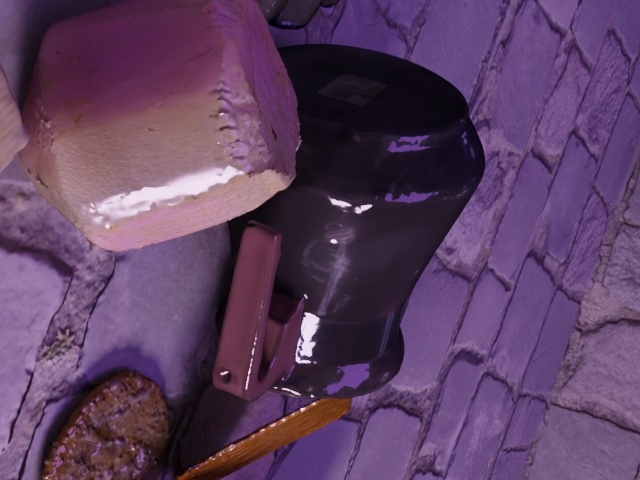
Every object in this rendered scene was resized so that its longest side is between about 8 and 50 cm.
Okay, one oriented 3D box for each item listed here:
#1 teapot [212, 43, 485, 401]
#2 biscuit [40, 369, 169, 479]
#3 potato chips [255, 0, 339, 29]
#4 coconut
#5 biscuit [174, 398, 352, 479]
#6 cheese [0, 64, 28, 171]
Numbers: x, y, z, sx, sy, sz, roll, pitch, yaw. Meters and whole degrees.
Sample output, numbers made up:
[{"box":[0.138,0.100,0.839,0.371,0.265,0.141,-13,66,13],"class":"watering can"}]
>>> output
[{"box":[0.000,0.000,1.309,0.376,0.305,0.361,-44,149,-56],"class":"teapot"},{"box":[-0.239,0.248,1.300,0.220,0.033,0.220,-40,138,-48],"class":"biscuit"},{"box":[-0.024,-0.410,1.271,0.429,0.070,0.358,-58,146,-27],"class":"potato chips"},{"box":[-0.152,-0.103,1.041,0.233,0.245,0.233,-14,90,-76],"class":"coconut"},{"box":[-0.063,0.243,1.425,0.237,0.013,0.232,-27,165,-9],"class":"biscuit"},{"box":[-0.356,-0.083,0.804,0.265,0.124,0.242,-53,150,-34],"class":"cheese"}]
